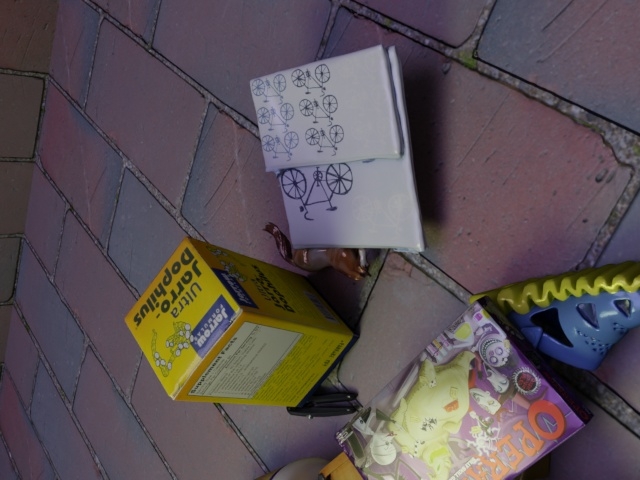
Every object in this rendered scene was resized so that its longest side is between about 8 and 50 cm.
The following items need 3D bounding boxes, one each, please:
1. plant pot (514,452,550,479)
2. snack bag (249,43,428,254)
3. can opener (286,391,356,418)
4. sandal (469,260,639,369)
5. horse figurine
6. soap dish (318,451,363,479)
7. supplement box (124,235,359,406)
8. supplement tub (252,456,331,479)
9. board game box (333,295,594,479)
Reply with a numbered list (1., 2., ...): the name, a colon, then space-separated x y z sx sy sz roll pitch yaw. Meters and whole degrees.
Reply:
1. plant pot: 0.293 0.301 0.968 0.081 0.081 0.083 13 92 46
2. snack bag: 0.022 -0.138 1.127 0.323 0.037 0.342 0 106 42
3. can opener: -0.003 0.331 1.307 0.186 0.073 0.059 -6 81 38
4. sandal: 0.351 0.108 0.868 0.317 0.126 0.138 -22 81 54
5. horse figurine: 0.000 0.000 1.271 0.263 0.066 0.174 -10 82 42
6. soap dish: 0.112 0.471 1.103 0.229 0.118 0.291 -57 48 49
7. supplement box: -0.131 0.160 1.180 0.194 0.356 0.195 -52 55 11
8. supplement tub: -0.083 0.583 1.277 0.331 0.241 0.241 -39 65 42
9. board game box: 0.184 0.268 0.933 0.208 0.056 0.347 49 120 18
